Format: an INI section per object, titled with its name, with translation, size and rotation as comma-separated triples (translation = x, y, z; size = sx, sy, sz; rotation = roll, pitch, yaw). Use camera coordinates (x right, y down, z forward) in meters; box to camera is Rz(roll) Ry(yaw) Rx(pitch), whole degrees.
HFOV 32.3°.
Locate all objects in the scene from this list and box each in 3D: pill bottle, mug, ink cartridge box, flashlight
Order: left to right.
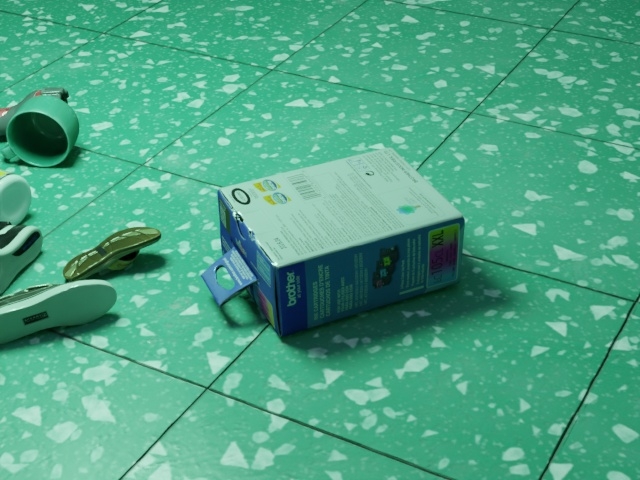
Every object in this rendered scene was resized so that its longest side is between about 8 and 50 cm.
[pill bottle]
translation = -0.635, -0.093, 2.053
size = 0.184, 0.103, 0.103
rotation = 17, 38, 26
[flashlight]
translation = -0.681, -0.265, 2.316
size = 0.304, 0.103, 0.103
rotation = -2, 35, -1
[mug]
translation = -0.565, -0.227, 2.226
size = 0.158, 0.129, 0.097
rotation = 6, 35, 6
[ink cartridge box]
translation = 0.000, 0.000, 1.836
size = 0.395, 0.151, 0.270
rotation = -14, 35, -19

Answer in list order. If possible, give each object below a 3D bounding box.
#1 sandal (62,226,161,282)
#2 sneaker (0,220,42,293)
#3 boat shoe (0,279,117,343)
[sandal]
translation = -0.357, 0.029, 1.911
size = 0.180, 0.049, 0.072
rotation = -30, 35, -14
[sneaker]
translation = -0.582, 0.036, 1.890
size = 0.121, 0.079, 0.217
rotation = 7, 26, 19
[boat shoe]
translation = -0.440, 0.099, 1.777
size = 0.219, 0.078, 0.070
rotation = -14, 37, -15
